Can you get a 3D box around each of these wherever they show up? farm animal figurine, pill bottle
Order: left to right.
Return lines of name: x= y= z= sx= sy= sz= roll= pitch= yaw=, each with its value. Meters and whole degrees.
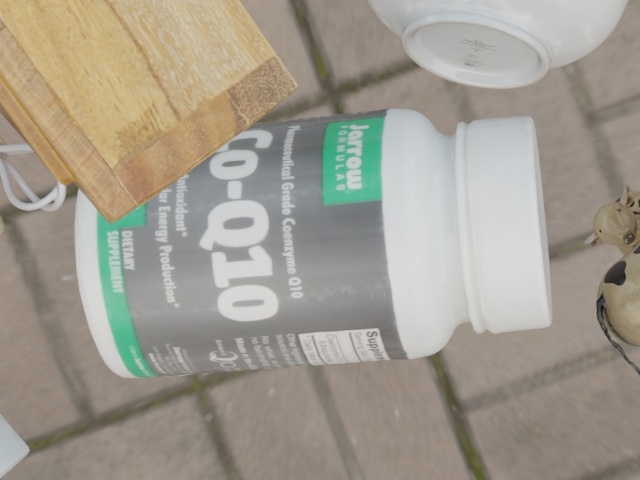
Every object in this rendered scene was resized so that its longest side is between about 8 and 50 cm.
pill bottle: x=0.000 y=0.000 z=1.426 sx=0.361 sy=0.204 sz=0.204 roll=-6 pitch=91 yaw=9
farm animal figurine: x=0.381 y=-0.003 z=1.830 sx=0.172 sy=0.330 sz=0.327 roll=46 pitch=55 yaw=-12

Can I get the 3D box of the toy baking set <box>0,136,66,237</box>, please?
toy baking set: x=-0.264 y=-0.057 z=1.346 sx=0.256 sy=0.030 sz=0.196 roll=-50 pitch=53 yaw=21

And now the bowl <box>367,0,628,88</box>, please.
bowl: x=0.159 y=-0.235 z=1.674 sx=0.298 sy=0.298 sz=0.134 roll=14 pitch=72 yaw=1

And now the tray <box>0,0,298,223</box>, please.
tray: x=-0.141 y=-0.135 z=0.653 sx=0.076 sy=0.411 sz=0.203 roll=-37 pitch=107 yaw=-6

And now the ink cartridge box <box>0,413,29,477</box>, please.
ink cartridge box: x=-0.387 y=0.269 z=1.415 sx=0.060 sy=0.239 sz=0.275 roll=49 pitch=120 yaw=0
